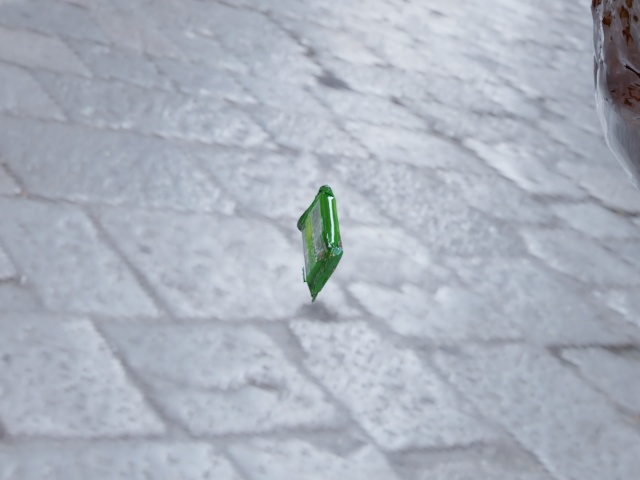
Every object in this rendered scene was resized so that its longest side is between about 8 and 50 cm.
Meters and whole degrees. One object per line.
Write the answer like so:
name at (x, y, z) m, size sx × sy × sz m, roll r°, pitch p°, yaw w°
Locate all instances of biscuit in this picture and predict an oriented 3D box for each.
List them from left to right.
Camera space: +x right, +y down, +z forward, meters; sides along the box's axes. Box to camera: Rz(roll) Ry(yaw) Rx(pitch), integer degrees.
biscuit at (0.000, 0.000, 0.933) m, size 0.016 × 0.046 × 0.089 m, roll 22°, pitch 31°, yaw -19°

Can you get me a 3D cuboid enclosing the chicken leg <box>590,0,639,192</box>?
chicken leg at (0.142, -0.043, 0.418) m, size 0.158 × 0.096 × 0.407 m, roll 59°, pitch 13°, yaw 20°
